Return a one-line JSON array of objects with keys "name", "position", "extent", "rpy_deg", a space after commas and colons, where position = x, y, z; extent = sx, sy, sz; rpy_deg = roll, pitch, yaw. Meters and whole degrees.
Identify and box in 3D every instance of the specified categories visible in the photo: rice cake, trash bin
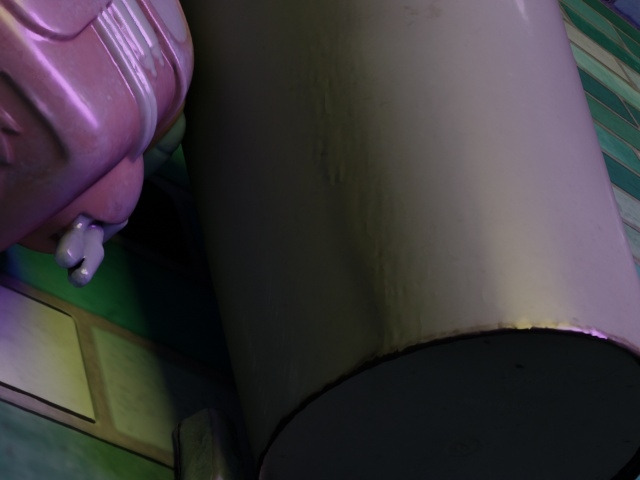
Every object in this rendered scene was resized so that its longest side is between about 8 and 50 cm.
[{"name": "rice cake", "position": [-0.058, 0.158, 0.900], "extent": [0.033, 0.033, 0.208], "rpy_deg": [46, 17, -27]}, {"name": "trash bin", "position": [0.047, -0.044, 1.072], "extent": [0.280, 0.280, 0.432], "rpy_deg": [27, 38, -39]}]

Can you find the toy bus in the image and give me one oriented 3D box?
[{"name": "toy bus", "position": [-0.181, -0.107, 0.971], "extent": [0.232, 0.197, 0.294], "rpy_deg": [50, 18, -13]}]
